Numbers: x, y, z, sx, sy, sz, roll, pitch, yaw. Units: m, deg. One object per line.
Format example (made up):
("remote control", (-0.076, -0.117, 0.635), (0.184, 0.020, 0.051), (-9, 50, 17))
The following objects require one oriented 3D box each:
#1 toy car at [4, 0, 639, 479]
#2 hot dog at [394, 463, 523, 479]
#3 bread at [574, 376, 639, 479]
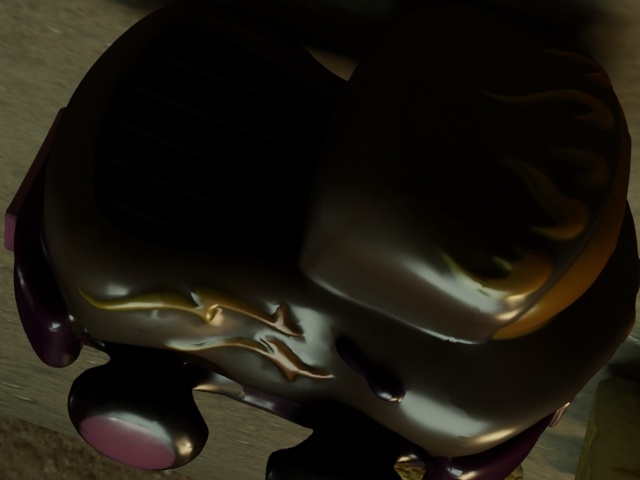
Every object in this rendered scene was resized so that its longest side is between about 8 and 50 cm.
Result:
("toy car", (0.004, -0.015, 0.870), (0.341, 0.271, 0.240), (18, 147, 2))
("hot dog", (0.124, 0.259, 1.957), (0.242, 0.084, 0.073), (21, 168, -13))
("bread", (0.365, 0.330, 1.511), (0.346, 0.242, 0.405), (13, 132, 0))
